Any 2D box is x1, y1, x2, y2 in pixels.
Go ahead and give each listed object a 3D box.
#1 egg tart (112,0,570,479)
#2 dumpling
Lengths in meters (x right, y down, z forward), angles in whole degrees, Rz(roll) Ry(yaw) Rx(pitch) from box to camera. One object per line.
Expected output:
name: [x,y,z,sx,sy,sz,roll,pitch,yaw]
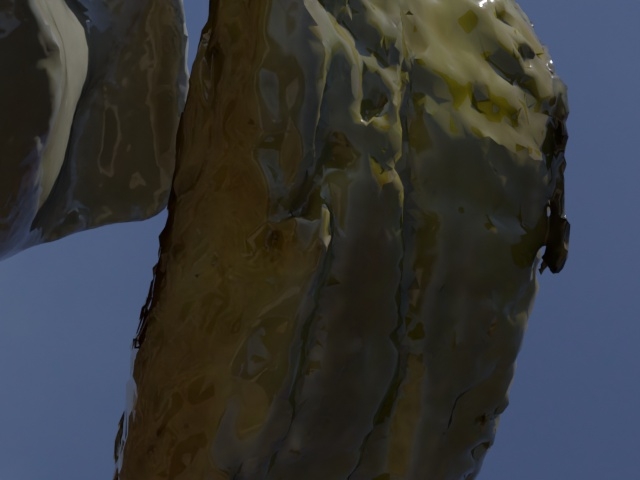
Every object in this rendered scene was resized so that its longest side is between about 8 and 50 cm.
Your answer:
egg tart: [0.000,0.000,0.563,0.290,0.115,0.290,-168,-90,-84]
dumpling: [-0.175,-0.093,0.671,0.175,0.243,0.227,13,-82,28]
